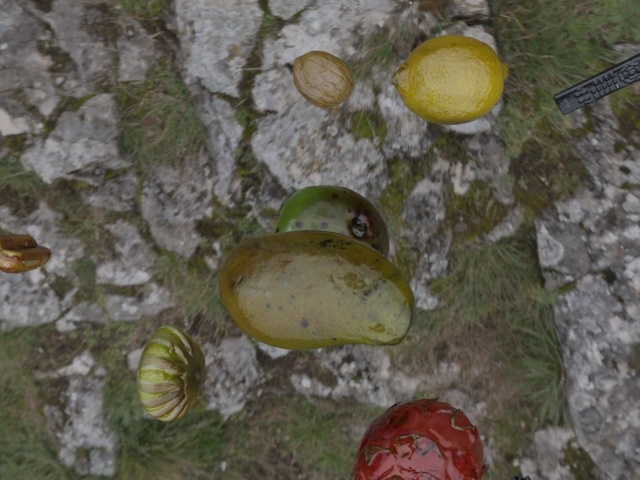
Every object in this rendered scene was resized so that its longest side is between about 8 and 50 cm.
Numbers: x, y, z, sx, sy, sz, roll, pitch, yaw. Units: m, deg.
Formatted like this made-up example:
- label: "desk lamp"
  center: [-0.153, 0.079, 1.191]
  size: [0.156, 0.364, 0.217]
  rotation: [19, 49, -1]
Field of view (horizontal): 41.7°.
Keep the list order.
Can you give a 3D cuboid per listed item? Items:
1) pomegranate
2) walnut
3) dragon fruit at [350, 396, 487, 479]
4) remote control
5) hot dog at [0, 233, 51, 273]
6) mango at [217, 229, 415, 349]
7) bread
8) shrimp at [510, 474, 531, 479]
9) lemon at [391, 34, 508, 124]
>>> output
- label: "pomegranate"
  center: [0.015, 0.008, 1.610]
  size: [0.231, 0.286, 0.231]
  rotation: [1, 87, -10]
- label: "walnut"
  center: [0.003, -0.305, 1.579]
  size: [0.124, 0.105, 0.105]
  rotation: [39, 106, -8]
- label: "dragon fruit"
  center: [0.173, 0.399, 1.488]
  size: [0.241, 0.241, 0.252]
  rotation: [26, 74, -2]
- label: "remote control"
  center: [0.577, -0.319, 1.638]
  size: [0.245, 0.025, 0.063]
  rotation: [-24, 141, 21]
- label: "hot dog"
  center: [-0.391, 0.018, 1.085]
  size: [0.062, 0.144, 0.038]
  rotation: [36, 92, 0]
- label: "mango"
  center: [-0.013, 0.071, 1.275]
  size: [0.329, 0.175, 0.176]
  rotation: [-3, 108, 37]
- label: "bread"
  center: [-0.311, 0.287, 1.793]
  size: [0.105, 0.213, 0.213]
  rotation: [9, 107, 17]
- label: "shrimp"
  center: [0.354, 0.491, 1.450]
  size: [0.046, 0.152, 0.219]
  rotation: [-9, 139, 6]
- label: "lemon"
  center: [0.271, -0.334, 1.752]
  size: [0.257, 0.188, 0.188]
  rotation: [-7, 106, -8]
